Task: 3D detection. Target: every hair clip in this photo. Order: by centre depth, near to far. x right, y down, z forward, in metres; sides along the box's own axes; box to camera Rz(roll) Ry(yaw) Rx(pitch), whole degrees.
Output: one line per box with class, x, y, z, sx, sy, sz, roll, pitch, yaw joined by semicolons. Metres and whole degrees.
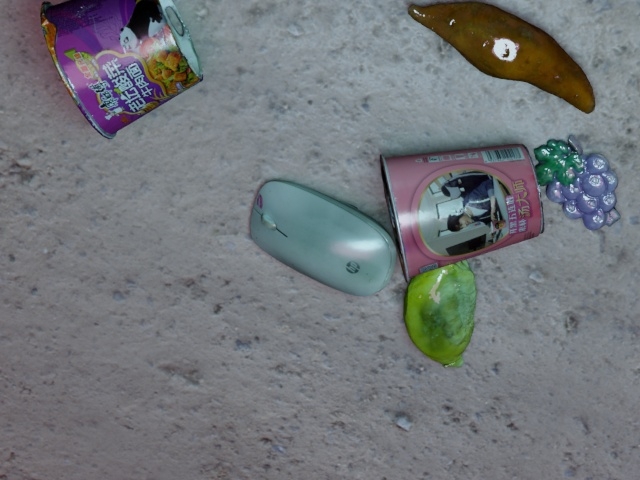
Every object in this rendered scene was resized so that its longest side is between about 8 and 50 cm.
hair clip;0.461;-0.106;1.718;0.195;0.052;0.124;43;116;-4

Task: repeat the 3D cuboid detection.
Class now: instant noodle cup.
instant noodle cup;-0.321;-0.320;1.616;0.190;0.251;0.251;-23;108;5
instant noodle cup;0.243;-0.061;1.671;0.254;0.244;0.244;-11;111;2

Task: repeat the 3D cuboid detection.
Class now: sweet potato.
sweet potato;0.312;-0.320;1.608;0.359;0.112;0.112;23;113;0

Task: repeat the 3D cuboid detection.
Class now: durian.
durian;0.223;0.134;1.806;0.139;0.101;0.250;6;115;3

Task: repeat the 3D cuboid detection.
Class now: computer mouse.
computer mouse;-0.001;0.003;1.754;0.288;0.097;0.160;23;120;9
